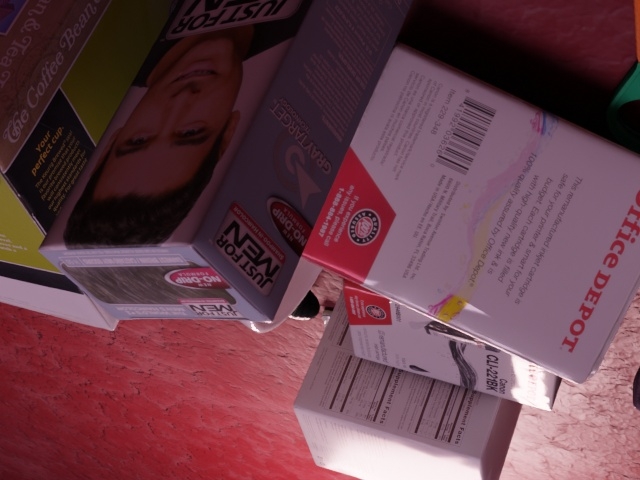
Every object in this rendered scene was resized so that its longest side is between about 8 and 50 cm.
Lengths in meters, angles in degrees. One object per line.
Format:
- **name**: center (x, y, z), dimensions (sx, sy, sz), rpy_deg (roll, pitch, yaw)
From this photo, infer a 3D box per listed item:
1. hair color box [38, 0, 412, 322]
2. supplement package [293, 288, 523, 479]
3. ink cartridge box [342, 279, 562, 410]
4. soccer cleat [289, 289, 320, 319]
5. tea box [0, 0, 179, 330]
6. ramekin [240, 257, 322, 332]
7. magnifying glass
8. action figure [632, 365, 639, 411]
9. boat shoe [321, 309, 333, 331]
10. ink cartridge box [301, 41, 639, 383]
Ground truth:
- **hair color box**: center (-0.072, -0.113, 1.086), dimensions (0.185, 0.374, 0.113), rpy_deg (-2, 143, 39)
- **supplement package**: center (0.131, 0.224, 1.721), dimensions (0.263, 0.198, 0.199), rpy_deg (13, 150, 19)
- **ink cartridge box**: center (0.179, 0.092, 1.542), dimensions (0.273, 0.114, 0.197), rpy_deg (14, 151, 15)
- **soccer cleat**: center (-0.062, 0.052, 1.719), dimensions (0.179, 0.060, 0.072), rpy_deg (36, 137, -23)
- **tea box**: center (-0.280, -0.141, 1.245), dimensions (0.220, 0.329, 0.323), rpy_deg (12, 149, 21)
- **ramekin**: center (-0.064, -0.054, 1.308), dimensions (0.135, 0.277, 0.277), rpy_deg (23, 153, 14)
- **magnifying glass**: center (0.302, -0.151, 1.120), dimensions (0.092, 0.026, 0.231), rpy_deg (11, 152, 23)
- **action figure**: center (0.515, 0.179, 1.466), dimensions (0.185, 0.099, 0.285), rpy_deg (40, 145, -20)
- **boat shoe**: center (0.023, 0.140, 1.829), dimensions (0.035, 0.035, 0.100), rpy_deg (10, 150, 25)
- **ink cartridge box**: center (0.160, -0.030, 1.201), dimensions (0.306, 0.226, 0.131), rpy_deg (25, -171, -5)
